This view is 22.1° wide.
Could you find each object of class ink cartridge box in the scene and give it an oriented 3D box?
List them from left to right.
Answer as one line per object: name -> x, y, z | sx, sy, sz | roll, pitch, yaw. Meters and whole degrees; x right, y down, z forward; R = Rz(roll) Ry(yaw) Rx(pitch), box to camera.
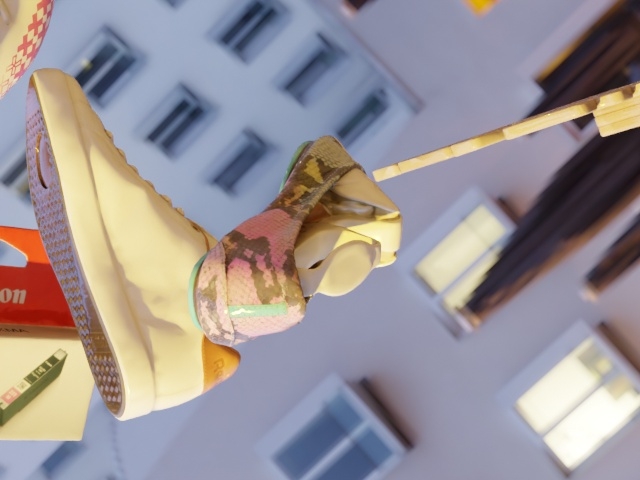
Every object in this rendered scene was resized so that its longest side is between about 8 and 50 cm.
ink cartridge box -> -0.371, 0.105, 1.848 | 0.275, 0.239, 0.060 | 6, -167, -39

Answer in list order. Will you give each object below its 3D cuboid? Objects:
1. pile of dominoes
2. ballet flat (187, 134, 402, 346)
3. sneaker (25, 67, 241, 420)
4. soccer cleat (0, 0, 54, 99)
pile of dominoes -> 0.189, -0.079, 1.138 | 0.251, 0.196, 0.040 | -20, -87, -34
ballet flat -> 0.000, 0.000, 0.908 | 0.079, 0.077, 0.221 | 4, -159, 17
sneaker -> -0.145, -0.007, 1.267 | 0.123, 0.106, 0.290 | -13, -109, -24
soccer cleat -> -0.300, -0.133, 1.280 | 0.116, 0.331, 0.143 | 31, 170, -10
